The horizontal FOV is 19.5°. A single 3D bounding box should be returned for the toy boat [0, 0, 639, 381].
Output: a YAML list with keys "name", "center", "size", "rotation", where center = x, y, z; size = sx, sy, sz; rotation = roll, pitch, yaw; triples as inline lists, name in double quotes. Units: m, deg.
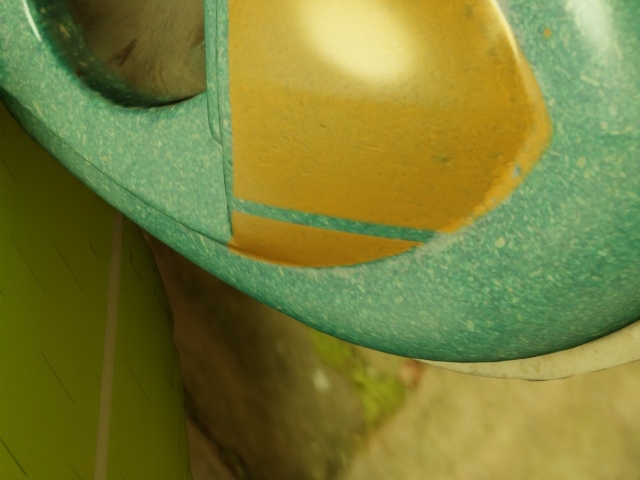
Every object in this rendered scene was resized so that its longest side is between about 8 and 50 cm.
- name: "toy boat"
  center: [0.000, 0.000, 0.449]
  size: [0.267, 0.148, 0.318]
  rotation: [20, 122, 42]

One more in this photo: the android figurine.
- name: "android figurine"
  center: [-0.098, 0.026, 0.532]
  size: [0.273, 0.056, 0.248]
  rotation: [67, -165, -47]
